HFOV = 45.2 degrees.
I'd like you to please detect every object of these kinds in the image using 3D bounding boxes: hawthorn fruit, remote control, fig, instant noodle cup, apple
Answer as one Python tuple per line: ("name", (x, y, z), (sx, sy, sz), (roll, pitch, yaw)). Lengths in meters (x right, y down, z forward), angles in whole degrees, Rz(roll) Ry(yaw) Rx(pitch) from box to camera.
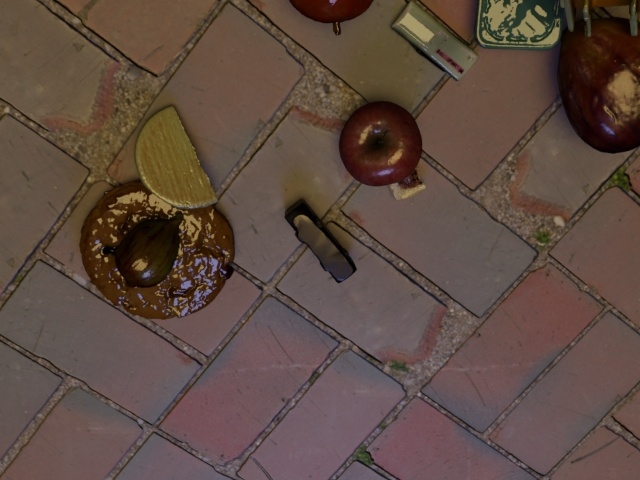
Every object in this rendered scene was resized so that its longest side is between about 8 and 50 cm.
("hawthorn fruit", (0.016, -0.438, 1.257), (0.185, 0.185, 0.202), (-6, 115, -3))
("remote control", (0.206, -0.356, 1.384), (0.166, 0.029, 0.065), (34, 103, -17))
("fig", (0.530, -0.271, 1.354), (0.263, 0.224, 0.224), (35, 104, -24))
("fig", (-0.293, 0.010, 1.362), (0.155, 0.109, 0.103), (-45, 145, -11))
("instant noodle cup", (0.346, -0.428, 1.349), (0.157, 0.070, 0.179), (0, 111, -4))
("apple", (0.109, -0.172, 1.387), (0.153, 0.120, 0.154), (0, 90, 18))

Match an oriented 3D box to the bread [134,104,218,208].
("bread", (-0.275, -0.134, 1.385), (0.112, 0.036, 0.193), (-28, 96, -18))

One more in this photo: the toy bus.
("toy bus", (0.000, 0.000, 1.475), (0.057, 0.072, 0.172), (-37, 108, 7))

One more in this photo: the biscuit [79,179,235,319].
("biscuit", (-0.307, 0.023, 1.453), (0.295, 0.075, 0.296), (-2, 111, -5))

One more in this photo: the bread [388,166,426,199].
("bread", (0.156, -0.121, 1.465), (0.070, 0.035, 0.083), (-23, 114, 5))

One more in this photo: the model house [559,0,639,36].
("model house", (0.446, -0.498, 1.225), (0.242, 0.358, 0.313), (5, 133, 21))
